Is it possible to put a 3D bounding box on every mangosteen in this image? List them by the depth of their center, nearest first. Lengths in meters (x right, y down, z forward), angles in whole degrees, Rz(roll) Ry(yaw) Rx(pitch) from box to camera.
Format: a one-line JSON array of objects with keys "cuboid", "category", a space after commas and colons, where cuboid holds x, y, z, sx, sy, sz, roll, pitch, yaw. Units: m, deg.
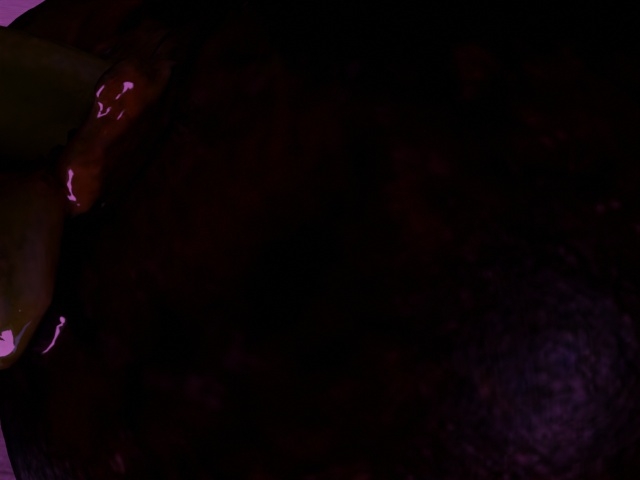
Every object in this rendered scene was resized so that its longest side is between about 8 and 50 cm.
[{"cuboid": [0.000, 0.000, 0.709, 0.359, 0.306, 0.306, 46, 167, -18], "category": "mangosteen"}]
